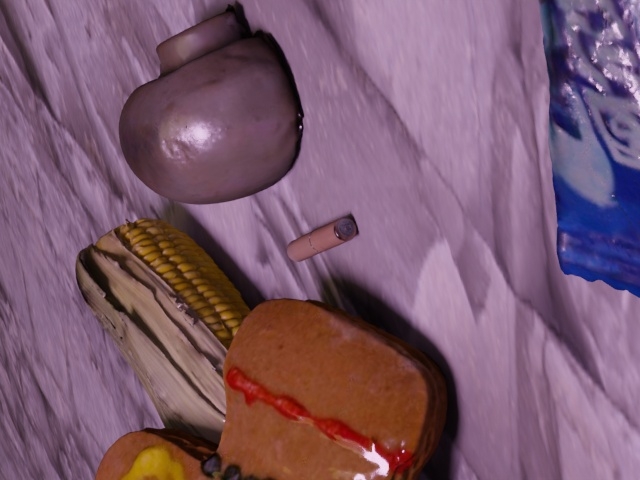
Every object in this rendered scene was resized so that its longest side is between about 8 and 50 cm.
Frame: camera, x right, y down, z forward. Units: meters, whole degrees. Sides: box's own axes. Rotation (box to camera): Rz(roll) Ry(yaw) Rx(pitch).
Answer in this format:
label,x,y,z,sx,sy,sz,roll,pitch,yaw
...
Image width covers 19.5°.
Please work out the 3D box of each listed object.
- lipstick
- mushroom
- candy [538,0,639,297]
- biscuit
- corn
label,x,y,z,sx,sy,sz,roll,pitch,yaw
lipstick,0.000,0.000,1.403,0.094,0.019,0.019,-23,85,65
mushroom,-0.095,-0.091,1.451,0.188,0.117,0.141,-20,99,60
candy,0.170,-0.115,0.932,0.187,0.077,0.331,19,123,53
biscuit,-0.051,0.163,1.368,0.262,0.052,0.277,33,101,37
corn,-0.104,0.097,1.548,0.305,0.123,0.122,49,138,42
